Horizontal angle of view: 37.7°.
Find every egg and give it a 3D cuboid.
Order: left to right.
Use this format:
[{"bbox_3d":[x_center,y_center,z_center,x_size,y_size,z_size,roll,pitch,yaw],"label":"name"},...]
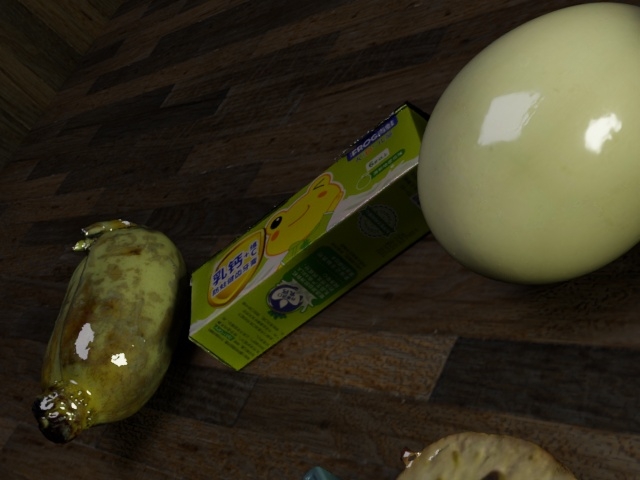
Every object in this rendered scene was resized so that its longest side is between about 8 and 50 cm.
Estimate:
[{"bbox_3d":[0.183,-0.075,0.713,0.242,0.186,0.186,-47,29,-6],"label":"egg"}]

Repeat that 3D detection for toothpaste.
[{"bbox_3d":[0.000,0.000,0.982,0.327,0.077,0.110,-37,33,19],"label":"toothpaste"}]

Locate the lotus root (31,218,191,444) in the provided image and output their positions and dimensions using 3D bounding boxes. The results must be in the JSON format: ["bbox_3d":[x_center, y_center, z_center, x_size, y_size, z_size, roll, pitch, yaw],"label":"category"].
[{"bbox_3d":[-0.248,0.111,1.109,0.173,0.173,0.309,-27,35,33],"label":"lotus root"}]

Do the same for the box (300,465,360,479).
[{"bbox_3d":[-0.005,0.230,0.740,0.099,0.054,0.074,-46,28,6],"label":"box"}]

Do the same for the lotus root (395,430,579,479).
[{"bbox_3d":[0.092,0.211,0.614,0.260,0.074,0.170,-16,42,46],"label":"lotus root"}]
